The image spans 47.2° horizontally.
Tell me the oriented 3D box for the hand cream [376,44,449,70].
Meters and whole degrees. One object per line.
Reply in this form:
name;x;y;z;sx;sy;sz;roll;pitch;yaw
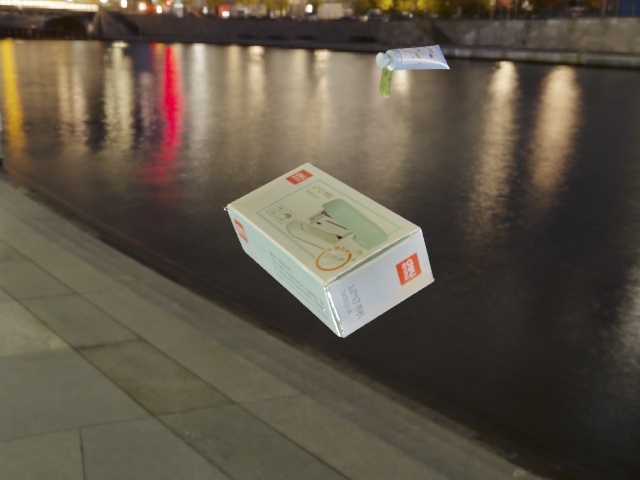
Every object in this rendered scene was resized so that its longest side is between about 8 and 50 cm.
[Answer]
hand cream;0.196;-0.387;1.554;0.170;0.065;0.043;-11;-18;-28

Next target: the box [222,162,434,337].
box;0.000;0.000;0.879;0.135;0.079;0.269;-29;34;-17

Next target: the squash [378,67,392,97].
squash;0.151;-0.373;1.685;0.027;0.083;0.027;4;28;-2
